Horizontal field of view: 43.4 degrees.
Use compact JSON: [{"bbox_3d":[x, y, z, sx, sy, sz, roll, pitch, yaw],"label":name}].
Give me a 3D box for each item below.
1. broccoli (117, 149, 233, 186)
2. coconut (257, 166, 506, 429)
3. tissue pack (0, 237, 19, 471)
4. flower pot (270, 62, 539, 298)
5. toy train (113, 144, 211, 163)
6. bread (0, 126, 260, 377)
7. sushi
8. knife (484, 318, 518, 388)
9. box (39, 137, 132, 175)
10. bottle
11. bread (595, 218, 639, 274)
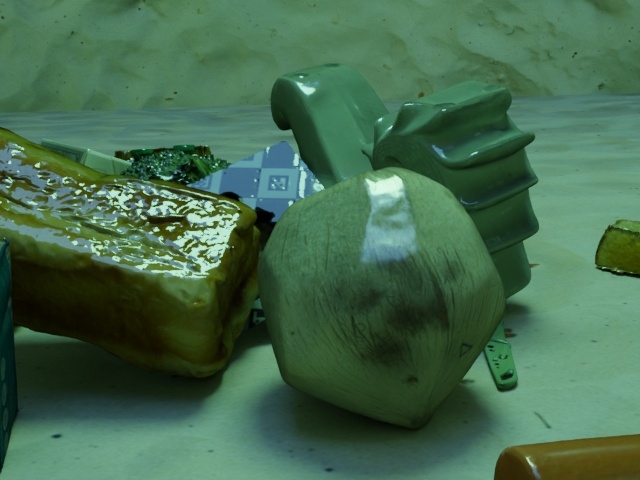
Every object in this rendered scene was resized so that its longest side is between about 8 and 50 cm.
[{"bbox_3d":[-0.203,-0.028,1.060,0.176,0.198,0.226,27,36,-26],"label":"broccoli"},{"bbox_3d":[0.054,0.055,0.704,0.224,0.224,0.224,-2,16,0],"label":"coconut"},{"bbox_3d":[-0.293,0.092,0.649,0.082,0.169,0.120,-1,16,-15],"label":"tissue pack"},{"bbox_3d":[0.087,-0.071,0.979,0.165,0.254,0.367,-24,29,-34],"label":"flower pot"},{"bbox_3d":[-0.310,-0.139,1.589,0.228,0.091,0.136,-6,7,-13],"label":"toy train"},{"bbox_3d":[-0.231,0.012,0.796,0.344,0.148,0.195,18,43,2],"label":"bread"},{"bbox_3d":[-0.086,0.011,0.935,0.231,0.047,0.219,-27,57,-15],"label":"sushi"},{"bbox_3d":[0.181,0.103,0.837,0.030,0.014,0.207,2,17,5],"label":"knife"},{"bbox_3d":[-0.299,-0.085,1.267,0.256,0.069,0.164,16,0,-43],"label":"box"},{"bbox_3d":[0.212,0.163,0.534,0.187,0.069,0.069,-2,16,-13],"label":"bottle"},{"bbox_3d":[0.450,0.015,1.037,0.103,0.065,0.187,-8,18,-40],"label":"bread"}]
